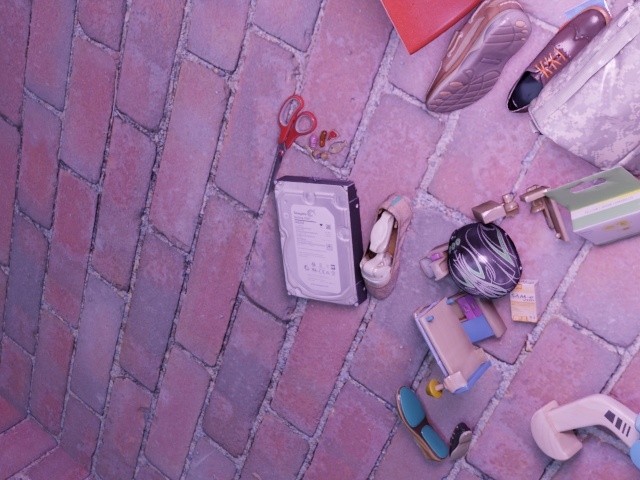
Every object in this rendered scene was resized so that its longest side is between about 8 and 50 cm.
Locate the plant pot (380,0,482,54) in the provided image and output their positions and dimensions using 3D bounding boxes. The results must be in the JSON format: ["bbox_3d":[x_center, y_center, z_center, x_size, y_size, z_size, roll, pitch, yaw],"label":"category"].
[{"bbox_3d":[0.230,-0.577,1.596,0.235,0.267,0.267,-22,118,21],"label":"plant pot"}]

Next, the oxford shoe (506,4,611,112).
[{"bbox_3d":[0.481,-0.357,1.629,0.097,0.098,0.271,45,130,11],"label":"oxford shoe"}]

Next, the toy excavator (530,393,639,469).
[{"bbox_3d":[0.731,0.423,1.757,0.445,0.222,0.433,44,130,29],"label":"toy excavator"}]

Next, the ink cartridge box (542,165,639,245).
[{"bbox_3d":[0.583,-0.064,1.615,0.171,0.235,0.056,-21,61,39],"label":"ink cartridge box"}]

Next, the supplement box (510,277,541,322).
[{"bbox_3d":[0.482,0.140,1.887,0.062,0.036,0.099,2,110,34],"label":"supplement box"}]

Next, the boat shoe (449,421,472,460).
[{"bbox_3d":[0.370,0.538,2.136,0.042,0.048,0.133,-121,31,-44],"label":"boat shoe"}]

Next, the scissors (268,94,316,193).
[{"bbox_3d":[-0.104,-0.257,2.140,0.109,0.021,0.297,44,129,8],"label":"scissors"}]

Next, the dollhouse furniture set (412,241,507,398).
[{"bbox_3d":[0.254,0.203,1.902,0.198,0.303,0.287,-29,92,38],"label":"dollhouse furniture set"}]

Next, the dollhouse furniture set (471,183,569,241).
[{"bbox_3d":[0.439,-0.037,1.772,0.151,0.144,0.123,-23,98,2],"label":"dollhouse furniture set"}]

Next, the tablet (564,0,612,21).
[{"bbox_3d":[0.538,-0.454,1.611,0.083,0.006,0.054,-21,97,40],"label":"tablet"}]

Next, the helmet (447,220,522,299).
[{"bbox_3d":[0.376,0.054,1.840,0.169,0.169,0.162,-49,38,38],"label":"helmet"}]

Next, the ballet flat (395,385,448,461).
[{"bbox_3d":[0.259,0.504,2.178,0.232,0.080,0.073,59,144,1],"label":"ballet flat"}]

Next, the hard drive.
[{"bbox_3d":[0.000,0.000,2.148,0.236,0.064,0.339,8,113,32],"label":"hard drive"}]

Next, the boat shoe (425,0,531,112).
[{"bbox_3d":[0.330,-0.400,1.726,0.324,0.123,0.117,-47,47,47],"label":"boat shoe"}]

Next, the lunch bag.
[{"bbox_3d":[0.564,-0.286,1.475,0.305,0.255,0.213,-47,51,40],"label":"lunch bag"}]

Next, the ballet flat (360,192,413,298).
[{"bbox_3d":[0.149,0.027,2.025,0.107,0.106,0.316,24,122,24],"label":"ballet flat"}]

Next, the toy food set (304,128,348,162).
[{"bbox_3d":[0.008,-0.247,2.061,0.122,0.019,0.078,-30,91,39],"label":"toy food set"}]
